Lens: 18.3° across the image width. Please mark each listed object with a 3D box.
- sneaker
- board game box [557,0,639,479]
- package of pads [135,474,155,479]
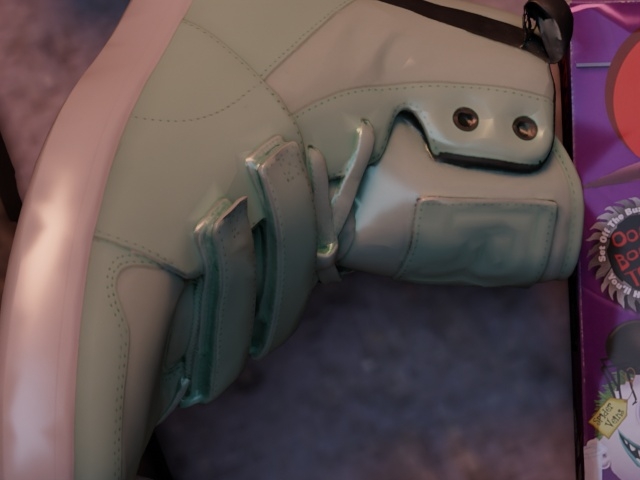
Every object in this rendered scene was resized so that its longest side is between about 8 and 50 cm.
[{"bbox_3d":[0.000,-0.001,0.573,0.151,0.094,0.256,15,46,3],"label":"sneaker"},{"bbox_3d":[0.252,0.023,0.622,0.347,0.056,0.208,-2,73,3],"label":"board game box"},{"bbox_3d":[-0.170,0.174,0.583,0.297,0.101,0.229,1,78,3],"label":"package of pads"}]
